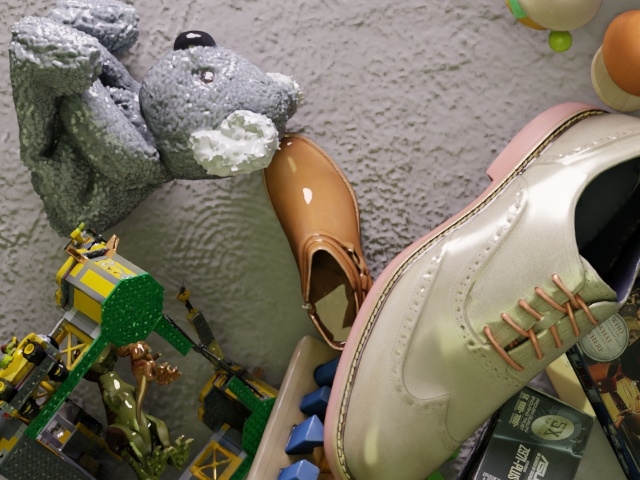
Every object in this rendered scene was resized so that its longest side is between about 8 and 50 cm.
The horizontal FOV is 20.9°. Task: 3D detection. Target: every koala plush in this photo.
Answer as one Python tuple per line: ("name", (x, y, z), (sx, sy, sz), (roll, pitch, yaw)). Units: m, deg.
("koala plush", (-0.129, -0.102, 1.466), (0.221, 0.196, 0.203), (-1, 107, 6))

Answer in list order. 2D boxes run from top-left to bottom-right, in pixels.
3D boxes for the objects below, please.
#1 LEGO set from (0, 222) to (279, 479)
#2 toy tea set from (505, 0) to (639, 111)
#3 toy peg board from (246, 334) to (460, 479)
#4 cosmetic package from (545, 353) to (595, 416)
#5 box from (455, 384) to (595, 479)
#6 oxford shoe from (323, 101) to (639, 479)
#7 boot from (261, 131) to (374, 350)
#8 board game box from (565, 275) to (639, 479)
("LEGO set", (-0.199, 0.129, 1.459), (0.192, 0.331, 0.255), (29, 85, 41))
("toy tea set", (0.207, -0.269, 1.461), (0.200, 0.124, 0.336), (-11, 91, -22))
("toy peg board", (0.042, 0.174, 1.454), (0.160, 0.079, 0.161), (31, 56, -17))
("cosmetic package", (0.220, 0.097, 1.510), (0.060, 0.041, 0.115), (-28, 92, 7))
("box", (0.146, 0.232, 1.437), (0.077, 0.180, 0.147), (26, 142, 4))
("oxford shoe", (0.151, 0.046, 1.388), (0.140, 0.146, 0.397), (43, 75, -29))
("boot", (0.000, 0.000, 1.468), (0.073, 0.152, 0.197), (-26, 92, 8))
("board game box", (0.324, 0.142, 1.477), (0.165, 0.042, 0.243), (-28, 92, -12))
